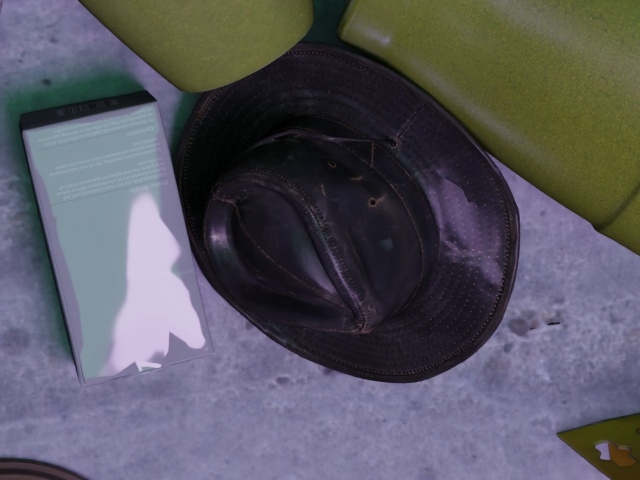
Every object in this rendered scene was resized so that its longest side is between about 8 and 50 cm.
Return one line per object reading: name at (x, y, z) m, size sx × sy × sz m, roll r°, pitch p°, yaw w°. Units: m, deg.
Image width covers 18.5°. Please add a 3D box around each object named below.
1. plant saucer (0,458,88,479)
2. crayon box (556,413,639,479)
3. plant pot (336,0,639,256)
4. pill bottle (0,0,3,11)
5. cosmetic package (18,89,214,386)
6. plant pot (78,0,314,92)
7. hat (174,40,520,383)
plant saucer at (-0.274, 0.327, 1.738) m, size 0.278 × 0.041 × 0.278 m, roll 4°, pitch 71°, yaw -12°
crayon box at (0.404, 0.204, 1.838) m, size 0.318 × 0.202 × 0.081 m, roll -11°, pitch 100°, yaw -9°
plant pot at (0.216, -0.209, 1.686) m, size 0.353 × 0.366 × 0.366 m, roll 26°, pitch 92°, yaw -2°
pill bottle at (-0.396, -0.087, 1.618) m, size 0.224 × 0.224 × 0.392 m, roll 10°, pitch 96°, yaw -13°
cosmetic package at (-0.181, -0.003, 1.739) m, size 0.127 × 0.107 × 0.238 m, roll -12°, pitch 103°, yaw -9°
plant pot at (-0.129, -0.281, 1.640) m, size 0.274 × 0.275 × 0.293 m, roll -31°, pitch 113°, yaw -6°
hat at (0.000, 0.000, 1.679) m, size 0.331 × 0.134 × 0.331 m, roll 9°, pitch 115°, yaw 20°
